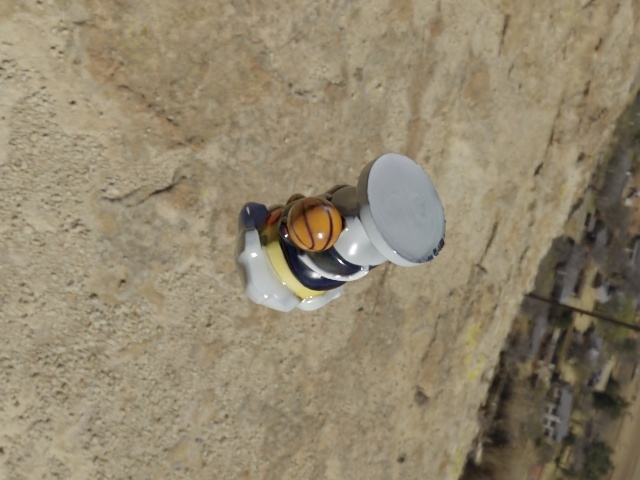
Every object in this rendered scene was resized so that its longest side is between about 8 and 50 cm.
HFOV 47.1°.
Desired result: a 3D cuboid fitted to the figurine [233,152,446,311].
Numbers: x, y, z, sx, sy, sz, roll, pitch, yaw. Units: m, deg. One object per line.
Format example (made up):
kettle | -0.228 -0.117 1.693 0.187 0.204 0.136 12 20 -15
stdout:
figurine | 0.000 0.000 0.801 0.176 0.236 0.132 5 71 -42
